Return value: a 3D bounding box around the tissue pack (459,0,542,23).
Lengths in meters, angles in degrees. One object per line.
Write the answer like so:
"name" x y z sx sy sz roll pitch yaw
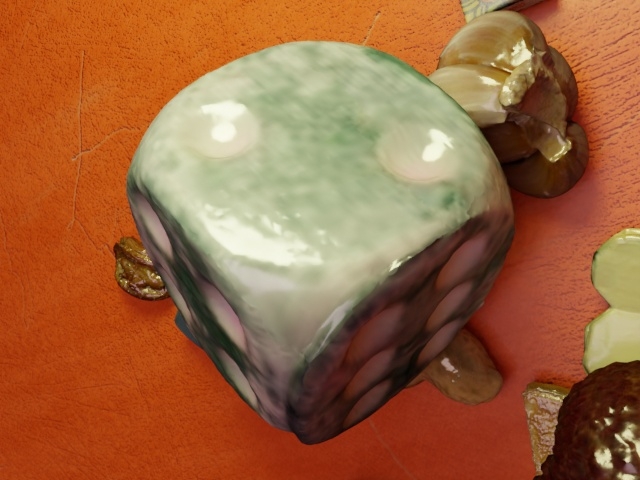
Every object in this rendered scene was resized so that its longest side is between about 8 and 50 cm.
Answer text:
"tissue pack" 0.216 -0.354 0.870 0.109 0.060 0.148 -18 89 31

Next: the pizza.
"pizza" 0.321 0.259 0.902 0.175 0.046 0.134 47 114 16

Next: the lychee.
"lychee" 0.352 0.253 0.726 0.261 0.261 0.260 4 99 29

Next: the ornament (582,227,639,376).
"ornament" 0.409 0.092 0.828 0.180 0.059 0.201 9 104 27

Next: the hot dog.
"hot dog" -0.310 0.047 1.223 0.147 0.065 0.099 25 118 23

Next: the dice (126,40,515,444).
"dice" 0.000 0.000 0.816 0.348 0.330 0.328 48 157 29

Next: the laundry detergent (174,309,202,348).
"laundry detergent" -0.143 0.162 1.147 0.206 0.061 0.096 37 105 19

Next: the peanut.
"peanut" 0.138 0.159 0.967 0.230 0.098 0.103 8 142 29

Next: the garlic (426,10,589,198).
"garlic" 0.231 -0.163 0.837 0.191 0.214 0.160 20 82 58
